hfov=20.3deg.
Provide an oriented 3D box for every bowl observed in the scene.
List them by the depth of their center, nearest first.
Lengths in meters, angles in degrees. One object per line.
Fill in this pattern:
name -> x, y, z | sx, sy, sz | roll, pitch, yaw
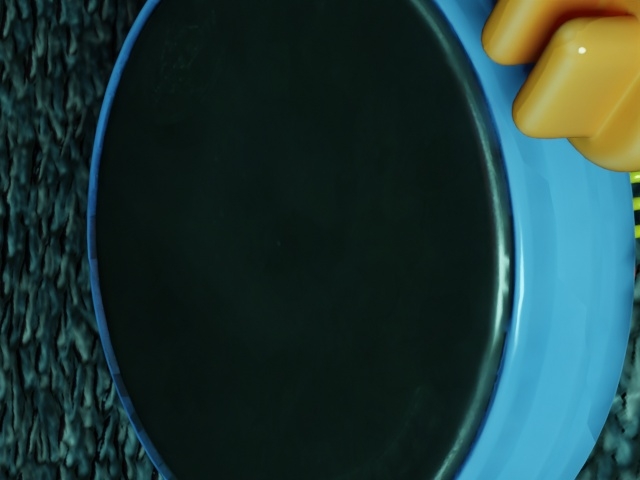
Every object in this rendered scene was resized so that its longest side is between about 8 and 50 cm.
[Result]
bowl -> 0.000, 0.000, 0.998 | 0.391, 0.077, 0.391 | 5, 97, 48

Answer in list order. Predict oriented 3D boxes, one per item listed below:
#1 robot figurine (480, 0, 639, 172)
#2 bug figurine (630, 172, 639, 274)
robot figurine -> 0.188, -0.097, 0.829 | 0.158, 0.219, 0.128 | -141, 47, -59
bug figurine -> 0.074, -0.031, 1.027 | 0.279, 0.072, 0.216 | -21, 71, 42
